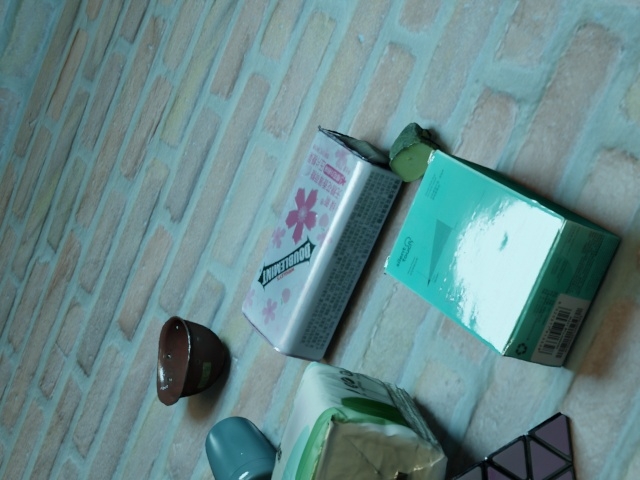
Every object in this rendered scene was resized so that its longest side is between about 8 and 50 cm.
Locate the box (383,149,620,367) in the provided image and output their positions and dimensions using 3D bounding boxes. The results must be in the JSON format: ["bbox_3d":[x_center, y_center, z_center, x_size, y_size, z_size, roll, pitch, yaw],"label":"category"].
[{"bbox_3d":[0.243,0.020,1.681,0.311,0.118,0.205,35,104,54],"label":"box"}]

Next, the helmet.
[{"bbox_3d":[-0.241,0.234,2.300,0.155,0.106,0.175,36,113,57],"label":"helmet"}]

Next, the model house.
[{"bbox_3d":[0.152,-0.147,1.935,0.079,0.066,0.083,-38,23,29],"label":"model house"}]

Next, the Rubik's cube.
[{"bbox_3d":[0.295,0.316,1.565,0.190,0.211,0.178,31,82,23],"label":"Rubik's cube"}]

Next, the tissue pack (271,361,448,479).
[{"bbox_3d":[0.038,0.341,1.675,0.356,0.194,0.266,-130,55,-82],"label":"tissue pack"}]

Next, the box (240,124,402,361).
[{"bbox_3d":[0.000,0.000,2.043,0.190,0.112,0.369,38,109,53],"label":"box"}]

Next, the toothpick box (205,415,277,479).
[{"bbox_3d":[-0.128,0.386,2.071,0.120,0.120,0.184,-64,33,16],"label":"toothpick box"}]
